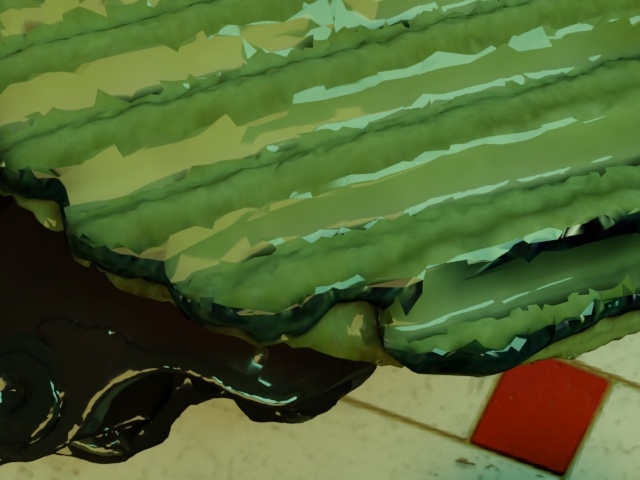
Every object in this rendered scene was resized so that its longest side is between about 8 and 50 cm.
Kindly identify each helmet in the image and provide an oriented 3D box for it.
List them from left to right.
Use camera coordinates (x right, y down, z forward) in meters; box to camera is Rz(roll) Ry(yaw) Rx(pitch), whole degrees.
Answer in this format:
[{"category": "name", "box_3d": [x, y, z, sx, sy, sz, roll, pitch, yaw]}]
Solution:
[{"category": "helmet", "box_3d": [-0.123, 0.039, 0.712, 0.305, 0.225, 0.177, -10, 81, -5]}]

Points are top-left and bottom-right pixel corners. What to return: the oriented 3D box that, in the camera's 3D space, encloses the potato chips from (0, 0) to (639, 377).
[{"category": "potato chips", "box_3d": [0.030, -0.094, 0.648, 0.429, 0.070, 0.358, -15, 68, -11]}]
